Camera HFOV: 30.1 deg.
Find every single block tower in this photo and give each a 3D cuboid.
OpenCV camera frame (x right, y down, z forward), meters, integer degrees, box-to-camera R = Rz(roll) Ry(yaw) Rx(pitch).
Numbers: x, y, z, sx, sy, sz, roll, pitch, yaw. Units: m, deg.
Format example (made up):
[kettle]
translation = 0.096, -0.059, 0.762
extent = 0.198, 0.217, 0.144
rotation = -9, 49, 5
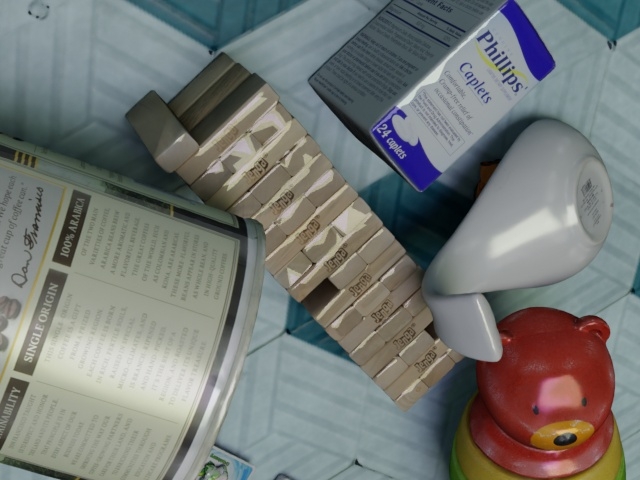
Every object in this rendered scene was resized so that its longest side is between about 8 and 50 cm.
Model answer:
[block tower]
translation = 0.000, 0.000, 0.921
extent = 0.097, 0.091, 0.335
rotation = -44, 124, 0

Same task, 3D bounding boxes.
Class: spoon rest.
[spoon rest]
translation = 0.157, -0.001, 0.945
extent = 0.276, 0.084, 0.137
rotation = -41, 118, -46

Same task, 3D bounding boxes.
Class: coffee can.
[coffee can]
translation = -0.198, 0.037, 0.747
extent = 0.275, 0.201, 0.201
rotation = 20, 106, -15

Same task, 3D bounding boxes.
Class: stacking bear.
[stacking bear]
translation = 0.186, 0.178, 1.014
extent = 0.175, 0.164, 0.289
rotation = -4, 132, 2

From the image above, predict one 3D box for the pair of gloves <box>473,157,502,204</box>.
[pair of gloves]
translation = 0.169, -0.037, 1.025
extent = 0.083, 0.010, 0.074
rotation = -8, 117, -21

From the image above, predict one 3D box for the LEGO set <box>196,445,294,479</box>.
[LEGO set]
translation = -0.121, 0.260, 1.036
extent = 0.244, 0.060, 0.182
rotation = 34, 86, -34

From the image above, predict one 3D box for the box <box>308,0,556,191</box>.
[box]
translation = 0.080, -0.123, 0.874
extent = 0.137, 0.126, 0.072
rotation = -43, 122, 1
